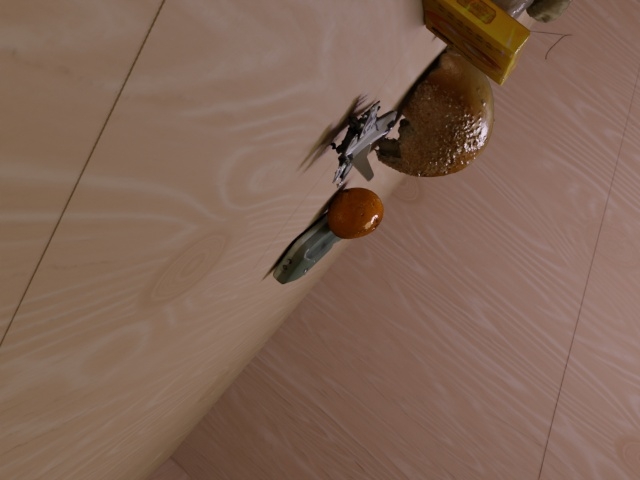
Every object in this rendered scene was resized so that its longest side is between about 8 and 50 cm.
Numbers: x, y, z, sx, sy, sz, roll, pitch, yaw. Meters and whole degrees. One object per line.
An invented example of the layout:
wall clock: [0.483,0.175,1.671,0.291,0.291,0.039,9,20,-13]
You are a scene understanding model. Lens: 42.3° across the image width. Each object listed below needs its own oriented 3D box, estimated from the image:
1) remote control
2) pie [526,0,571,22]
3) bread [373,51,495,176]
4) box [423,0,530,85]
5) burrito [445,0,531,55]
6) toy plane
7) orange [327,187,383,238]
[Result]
remote control: [0.000,0.000,1.985,0.128,0.065,0.335,-56,173,33]
pie: [0.451,-0.535,1.429,0.339,0.077,0.339,-156,-90,-81]
bread: [0.256,-0.231,1.754,0.171,0.192,0.314,-46,174,-47]
box: [0.209,-0.290,1.137,0.043,0.152,0.269,-50,176,8]
burrito: [0.322,-0.438,1.353,0.175,0.107,0.348,-62,-175,-32]
toy plane: [0.067,-0.169,1.326,0.234,0.082,0.160,-67,180,-52]
orange: [0.080,-0.065,1.899,0.135,0.118,0.135,-8,-168,2]
